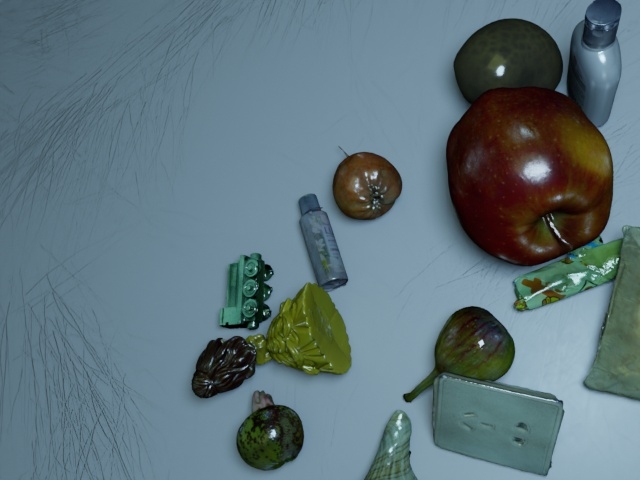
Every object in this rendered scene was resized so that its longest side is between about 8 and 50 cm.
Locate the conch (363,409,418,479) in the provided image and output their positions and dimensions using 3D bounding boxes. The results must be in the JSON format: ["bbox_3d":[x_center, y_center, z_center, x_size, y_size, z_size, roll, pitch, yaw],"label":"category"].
[{"bbox_3d":[0.103,0.504,1.003,0.203,0.169,0.386,25,85,-1],"label":"conch"}]

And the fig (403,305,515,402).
[{"bbox_3d":[0.238,0.228,1.060,0.245,0.149,0.149,-43,64,16],"label":"fig"}]

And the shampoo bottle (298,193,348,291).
[{"bbox_3d":[0.000,0.000,1.244,0.072,0.072,0.214,-22,68,12],"label":"shampoo bottle"}]

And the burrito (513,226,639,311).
[{"bbox_3d":[0.485,0.040,1.068,0.287,0.054,0.104,-24,65,13],"label":"burrito"}]

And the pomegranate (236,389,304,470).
[{"bbox_3d":[-0.097,0.380,1.148,0.125,0.163,0.138,42,109,-13],"label":"pomegranate"}]

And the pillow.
[{"bbox_3d":[0.575,0.140,0.971,0.184,0.075,0.303,14,91,17],"label":"pillow"}]

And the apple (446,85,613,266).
[{"bbox_3d":[0.368,-0.118,1.032,0.288,0.288,0.317,-17,53,14],"label":"apple"}]

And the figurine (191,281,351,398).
[{"bbox_3d":[-0.118,0.225,1.183,0.315,0.187,0.168,-22,41,21],"label":"figurine"}]

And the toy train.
[{"bbox_3d":[-0.166,0.113,1.269,0.111,0.071,0.171,-8,71,25],"label":"toy train"}]

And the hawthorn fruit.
[{"bbox_3d":[0.099,-0.125,1.225,0.149,0.149,0.189,-15,29,15],"label":"hawthorn fruit"}]

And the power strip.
[{"bbox_3d":[0.305,0.307,1.005,0.213,0.199,0.064,10,38,20],"label":"power strip"}]

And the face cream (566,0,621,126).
[{"bbox_3d":[0.497,-0.326,1.042,0.070,0.291,0.144,-17,67,15],"label":"face cream"}]

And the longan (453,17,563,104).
[{"bbox_3d":[0.372,-0.346,1.153,0.212,0.198,0.198,-25,66,-7],"label":"longan"}]
